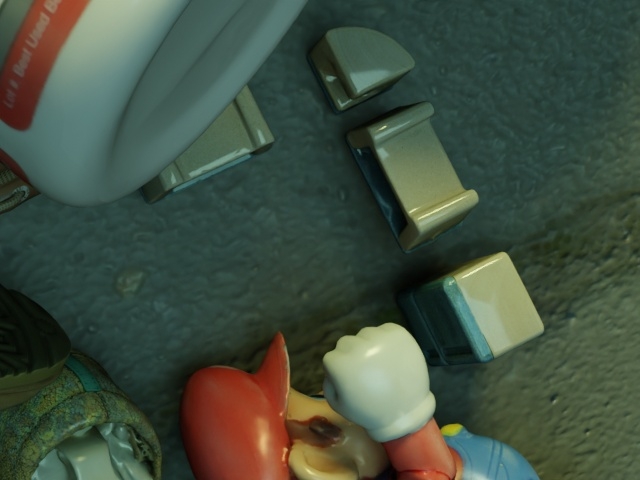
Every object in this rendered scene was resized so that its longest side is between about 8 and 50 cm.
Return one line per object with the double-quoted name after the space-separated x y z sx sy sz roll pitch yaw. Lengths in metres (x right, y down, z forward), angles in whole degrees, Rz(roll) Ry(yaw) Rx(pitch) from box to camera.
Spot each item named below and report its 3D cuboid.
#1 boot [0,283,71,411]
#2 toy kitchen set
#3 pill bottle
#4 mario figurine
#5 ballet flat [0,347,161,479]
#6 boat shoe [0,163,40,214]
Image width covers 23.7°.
-0.279 0.141 0.805 0.236 0.089 0.269 1 128 -37 "boot"
0.000 0.000 0.901 0.166 0.122 0.207 -26 89 -11 "toy kitchen set"
-0.177 -0.199 0.662 0.363 0.210 0.210 38 88 6 "pill bottle"
0.075 0.126 0.908 0.320 0.170 0.198 17 117 0 "mario figurine"
-0.134 0.235 0.883 0.123 0.123 0.349 -7 104 -17 "ballet flat"
-0.207 -0.040 0.762 0.324 0.123 0.116 -28 150 -31 "boat shoe"
